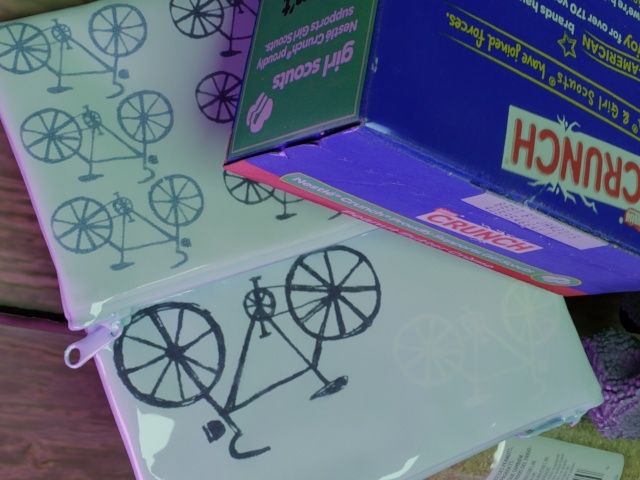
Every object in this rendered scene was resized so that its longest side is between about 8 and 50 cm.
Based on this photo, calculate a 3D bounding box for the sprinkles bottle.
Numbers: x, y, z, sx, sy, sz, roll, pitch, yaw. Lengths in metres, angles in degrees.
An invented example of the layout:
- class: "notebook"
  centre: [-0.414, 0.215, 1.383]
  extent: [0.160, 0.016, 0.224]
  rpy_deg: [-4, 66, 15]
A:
- class: "sprinkles bottle"
  centre: [0.131, 0.149, 0.717]
  extent: [0.355, 0.121, 0.121]
  rpy_deg: [17, 98, -33]

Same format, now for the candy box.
- class: "candy box"
  centre: [0.113, -0.151, 0.536]
  extent: [0.268, 0.122, 0.317]
  rpy_deg: [20, 70, -32]

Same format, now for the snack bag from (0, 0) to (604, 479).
- class: "snack bag"
  centre: [0.000, 0.000, 0.560]
  extent: [0.323, 0.037, 0.343]
  rpy_deg: [-18, 89, -24]

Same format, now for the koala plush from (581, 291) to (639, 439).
- class: "koala plush"
  centre: [0.313, 0.046, 0.737]
  extent: [0.196, 0.221, 0.203]
  rpy_deg: [31, 121, -26]
